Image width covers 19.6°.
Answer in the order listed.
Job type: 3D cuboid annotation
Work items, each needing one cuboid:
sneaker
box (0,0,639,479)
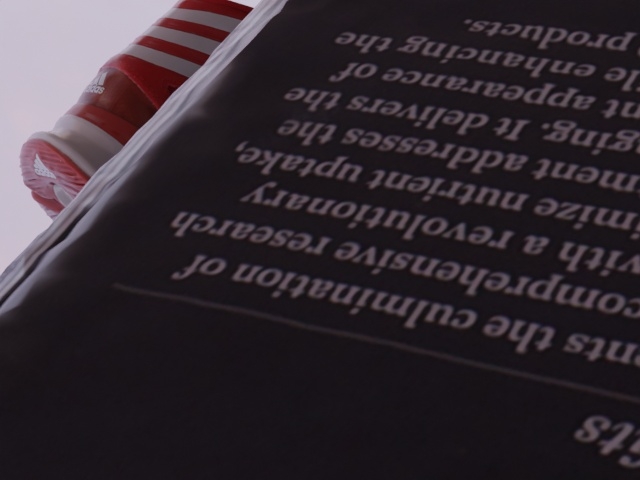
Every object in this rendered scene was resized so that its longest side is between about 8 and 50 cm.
[{"bbox_3d":[0.000,0.000,0.691,0.087,0.128,0.221,20,154,49],"label":"sneaker"},{"bbox_3d":[0.112,0.170,0.557,0.472,0.297,0.480,-51,-39,-40],"label":"box"}]
